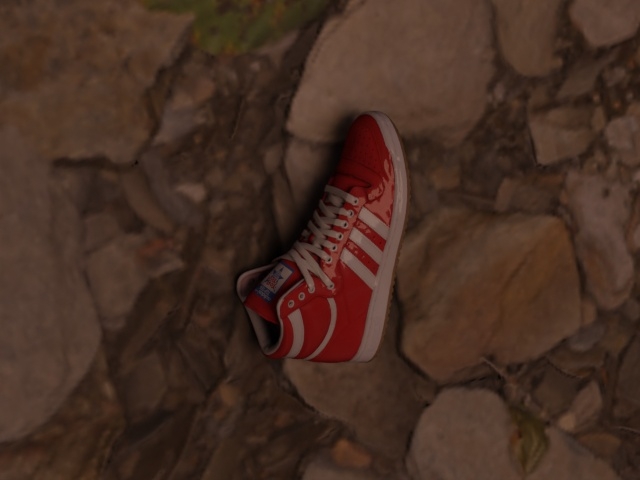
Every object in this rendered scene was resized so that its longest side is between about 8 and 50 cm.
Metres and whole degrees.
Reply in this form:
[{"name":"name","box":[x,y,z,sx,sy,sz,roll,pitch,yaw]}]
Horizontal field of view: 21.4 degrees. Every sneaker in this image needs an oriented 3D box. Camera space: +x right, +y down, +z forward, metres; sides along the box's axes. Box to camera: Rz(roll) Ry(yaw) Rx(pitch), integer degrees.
[{"name":"sneaker","box":[0.000,0.000,0.764,0.067,0.042,0.118,-1,104,-31]}]
